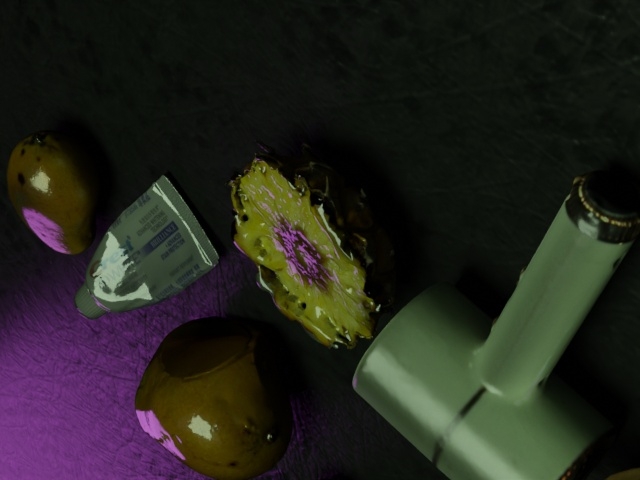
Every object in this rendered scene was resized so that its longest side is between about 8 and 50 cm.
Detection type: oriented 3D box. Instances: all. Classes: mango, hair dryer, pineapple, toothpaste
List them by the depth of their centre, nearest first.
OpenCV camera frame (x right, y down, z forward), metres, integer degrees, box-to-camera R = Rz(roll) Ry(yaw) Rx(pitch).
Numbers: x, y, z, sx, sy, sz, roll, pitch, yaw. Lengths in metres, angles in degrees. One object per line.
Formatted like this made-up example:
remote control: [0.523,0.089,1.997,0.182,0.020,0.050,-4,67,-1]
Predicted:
hair dryer: [0.169,0.066,1.206,0.203,0.128,0.362,42,139,19]
pineapple: [0.000,0.000,1.387,0.225,0.076,0.225,37,146,31]
mango: [-0.123,0.186,1.674,0.236,0.136,0.166,11,132,55]
toothpaste: [-0.203,0.026,1.705,0.099,0.068,0.282,32,145,-17]
mango: [-0.302,-0.056,1.727,0.115,0.090,0.178,38,153,12]

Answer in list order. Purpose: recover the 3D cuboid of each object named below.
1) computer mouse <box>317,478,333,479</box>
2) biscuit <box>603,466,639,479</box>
computer mouse: [0.045,0.367,1.658,0.233,0.096,0.137,42,147,17]
biscuit: [0.331,0.306,1.215,0.312,0.057,0.351,16,137,28]
